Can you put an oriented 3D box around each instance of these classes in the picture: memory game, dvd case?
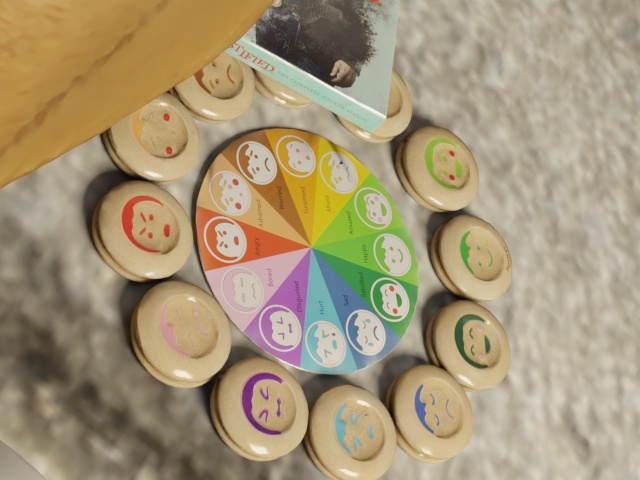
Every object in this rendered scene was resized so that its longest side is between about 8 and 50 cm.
[{"bbox_3d":[0.000,0.000,0.593,0.186,0.012,0.186,15,61,-29],"label":"memory game"},{"bbox_3d":[-0.007,-0.106,0.628,0.087,0.013,0.119,28,45,-21],"label":"dvd case"}]

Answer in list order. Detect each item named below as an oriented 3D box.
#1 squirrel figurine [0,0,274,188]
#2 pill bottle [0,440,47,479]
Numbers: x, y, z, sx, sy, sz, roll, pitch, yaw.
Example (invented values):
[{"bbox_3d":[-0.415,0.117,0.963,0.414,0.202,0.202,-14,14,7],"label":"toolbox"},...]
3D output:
[{"bbox_3d":[-0.086,-0.282,0.495,0.397,0.281,0.370,-31,67,-15],"label":"squirrel figurine"},{"bbox_3d":[-0.159,0.151,0.317,0.265,0.153,0.153,-36,91,-41],"label":"pill bottle"}]
